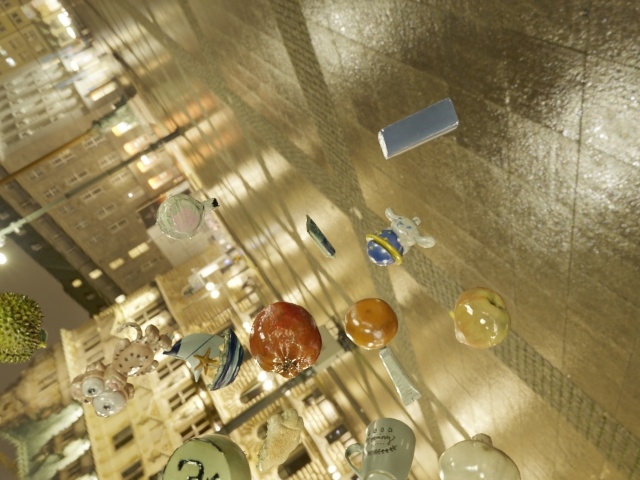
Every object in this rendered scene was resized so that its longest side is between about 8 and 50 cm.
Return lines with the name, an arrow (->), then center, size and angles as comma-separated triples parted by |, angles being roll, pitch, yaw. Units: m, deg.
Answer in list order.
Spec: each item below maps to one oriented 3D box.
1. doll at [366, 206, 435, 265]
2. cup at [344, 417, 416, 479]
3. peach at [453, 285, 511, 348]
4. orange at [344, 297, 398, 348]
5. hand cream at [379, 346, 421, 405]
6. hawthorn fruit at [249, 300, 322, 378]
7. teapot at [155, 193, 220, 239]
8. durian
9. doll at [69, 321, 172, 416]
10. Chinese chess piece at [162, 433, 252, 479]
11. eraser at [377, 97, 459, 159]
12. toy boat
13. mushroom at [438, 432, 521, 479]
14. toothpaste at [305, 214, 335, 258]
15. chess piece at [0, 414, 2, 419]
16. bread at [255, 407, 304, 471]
doll -> 0.325, 0.016, 2.058 | 0.311, 0.242, 0.159 | 23, 145, 50
cup -> 0.199, 0.783, 1.804 | 0.186, 0.258, 0.234 | 70, -156, -16
peach -> 0.561, 0.287, 1.814 | 0.232, 0.232, 0.232 | 54, 170, 15
orange -> 0.148, 0.244, 1.476 | 0.156, 0.156, 0.124 | 47, 158, 45
hand cream -> 0.280, 0.482, 1.854 | 0.050, 0.080, 0.234 | 9, -135, -53
hawthorn fruit -> -0.087, 0.238, 1.231 | 0.189, 0.189, 0.189 | 54, 170, 15
teapot -> -0.510, -0.108, 1.884 | 0.163, 0.221, 0.178 | 44, 162, -21
durian -> -0.783, 0.225, 1.271 | 0.146, 0.159, 0.198 | -119, 33, -56
doll -> -0.517, 0.332, 1.319 | 0.154, 0.278, 0.119 | 38, -175, -24
Chinese chess piece -> -0.424, 0.903, 1.881 | 0.349, 0.349, 0.146 | 51, -170, 31
eraser -> 0.260, -0.300, 1.372 | 0.036, 0.225, 0.082 | 7, -117, -63
toy boat -> -0.410, 0.387, 1.734 | 0.291, 0.220, 0.067 | 23, 167, -24
mushroom -> 0.544, 0.775, 1.735 | 0.260, 0.234, 0.254 | 26, 129, 11
toothpaste -> 0.001, -0.001, 2.002 | 0.047, 0.069, 0.268 | 15, 157, 36
chess piece -> -0.887, 0.422, 1.217 | 0.200, 0.090, 0.090 | 20, -157, -49
bread -> -0.133, 0.697, 1.776 | 0.039, 0.182, 0.251 | 35, 117, 43
